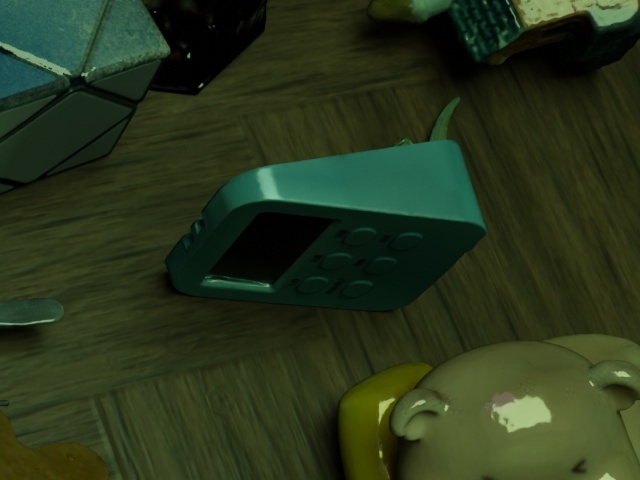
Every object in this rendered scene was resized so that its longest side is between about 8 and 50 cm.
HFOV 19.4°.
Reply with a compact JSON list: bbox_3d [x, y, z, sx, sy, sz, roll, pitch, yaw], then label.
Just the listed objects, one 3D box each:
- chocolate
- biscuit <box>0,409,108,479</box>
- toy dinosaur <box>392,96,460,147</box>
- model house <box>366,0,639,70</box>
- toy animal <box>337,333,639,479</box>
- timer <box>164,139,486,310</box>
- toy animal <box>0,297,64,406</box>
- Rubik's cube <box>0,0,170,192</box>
[{"bbox_3d":[-0.132,-0.296,1.875,0.206,0.177,0.224,42,55,1],"label":"chocolate"},{"bbox_3d":[-0.251,0.245,1.587,0.339,0.047,0.216,39,32,15],"label":"biscuit"},{"bbox_3d":[0.119,-0.065,1.949,0.106,0.044,0.187,56,44,-5],"label":"toy dinosaur"},{"bbox_3d":[0.175,-0.284,2.023,0.291,0.184,0.253,-18,78,-15],"label":"model house"},{"bbox_3d":[0.207,0.208,1.717,0.345,0.247,0.278,-4,68,-25],"label":"toy animal"},{"bbox_3d":[0.000,0.000,1.747,0.250,0.232,0.091,-6,70,-25],"label":"timer"},{"bbox_3d":[-0.357,0.055,1.640,0.255,0.176,0.239,21,40,-36],"label":"toy animal"},{"bbox_3d":[-0.294,-0.177,1.724,0.205,0.207,0.205,-22,76,-32],"label":"Rubik's cube"}]
